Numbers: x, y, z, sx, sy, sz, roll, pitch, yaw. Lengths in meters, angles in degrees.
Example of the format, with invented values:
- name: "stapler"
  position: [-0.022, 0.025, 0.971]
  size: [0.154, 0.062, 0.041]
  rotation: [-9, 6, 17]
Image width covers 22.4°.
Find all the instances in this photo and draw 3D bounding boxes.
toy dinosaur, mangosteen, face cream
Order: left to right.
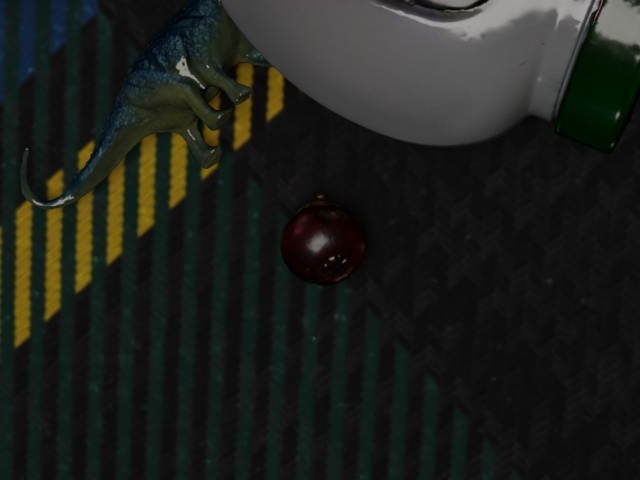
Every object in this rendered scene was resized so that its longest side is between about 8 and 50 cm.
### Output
- name: "toy dinosaur"
  position: [-0.124, -0.146, 1.468]
  size: [0.147, 0.076, 0.363]
  rotation: [40, 101, 18]
- name: "mangosteen"
  position: [0.001, 0.002, 1.482]
  size: [0.081, 0.081, 0.081]
  rotation: [1, 100, 6]
- name: "face cream"
  position: [0.116, -0.230, 1.344]
  size: [0.357, 0.219, 0.312]
  rotation: [22, 94, 9]
